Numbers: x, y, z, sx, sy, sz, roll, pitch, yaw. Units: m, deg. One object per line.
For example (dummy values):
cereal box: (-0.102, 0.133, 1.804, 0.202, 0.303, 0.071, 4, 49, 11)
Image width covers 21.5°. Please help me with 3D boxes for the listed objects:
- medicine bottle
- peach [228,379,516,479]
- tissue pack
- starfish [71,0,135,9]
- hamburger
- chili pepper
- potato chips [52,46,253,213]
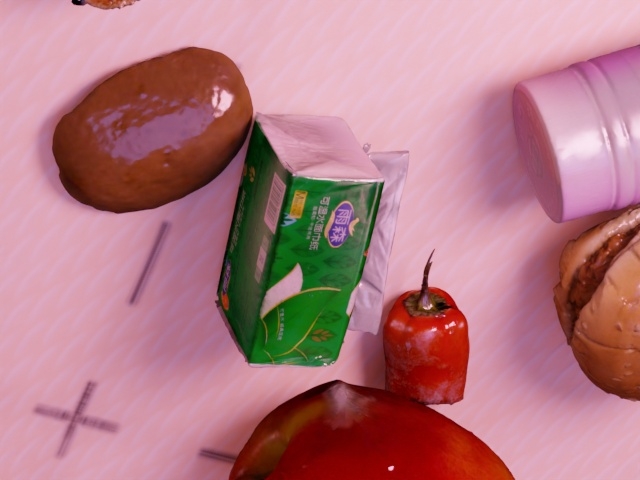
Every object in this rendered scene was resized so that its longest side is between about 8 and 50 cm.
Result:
medicine bottle: (0.330, -0.120, 1.656, 0.254, 0.152, 0.152, -16, 119, -5)
peach: (0.070, 0.298, 1.747, 0.338, 0.281, 0.281, 33, 106, -22)
tissue pack: (0.000, 0.000, 1.644, 0.156, 0.148, 0.209, 2, 117, -22)
starfish: (-0.117, -0.354, 1.451, 0.303, 0.113, 0.312, -10, 115, -22)
hamburger: (0.386, 0.051, 1.731, 0.283, 0.144, 0.259, -30, 142, 2)
chili pepper: (0.111, 0.092, 1.759, 0.086, 0.084, 0.192, -23, 127, -36)
potato chips: (-0.158, -0.096, 1.617, 0.202, 0.049, 0.150, -20, 117, 1)
